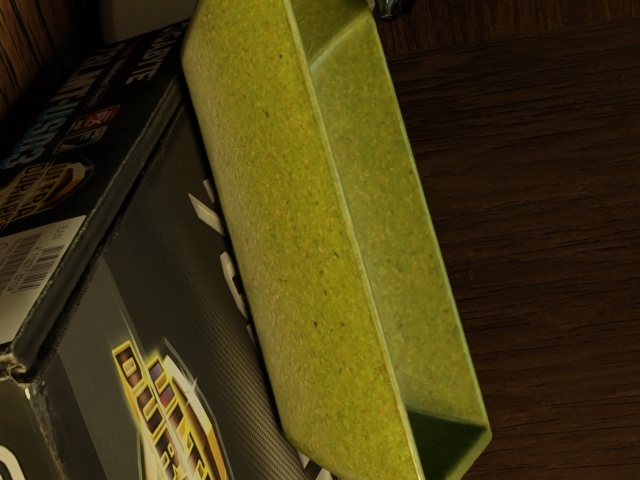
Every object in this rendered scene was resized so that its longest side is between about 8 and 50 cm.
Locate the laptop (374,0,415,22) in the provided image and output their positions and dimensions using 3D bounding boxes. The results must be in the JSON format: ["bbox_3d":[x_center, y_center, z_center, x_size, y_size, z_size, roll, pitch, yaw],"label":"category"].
[{"bbox_3d":[-0.050,-0.214,0.661,0.234,0.136,0.264,-60,139,-79],"label":"laptop"}]

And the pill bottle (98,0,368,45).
[{"bbox_3d":[-0.039,-0.113,0.753,0.215,0.117,0.117,-66,147,-79],"label":"pill bottle"}]

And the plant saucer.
[{"bbox_3d":[0.006,-0.004,0.543,0.188,0.045,0.188,2,72,-79],"label":"plant saucer"}]

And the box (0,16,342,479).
[{"bbox_3d":[-0.034,0.103,0.511,0.293,0.073,0.296,-71,145,-65],"label":"box"}]

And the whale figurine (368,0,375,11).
[{"bbox_3d":[-0.024,-0.206,1.097,0.216,0.141,0.272,-53,159,-63],"label":"whale figurine"}]
